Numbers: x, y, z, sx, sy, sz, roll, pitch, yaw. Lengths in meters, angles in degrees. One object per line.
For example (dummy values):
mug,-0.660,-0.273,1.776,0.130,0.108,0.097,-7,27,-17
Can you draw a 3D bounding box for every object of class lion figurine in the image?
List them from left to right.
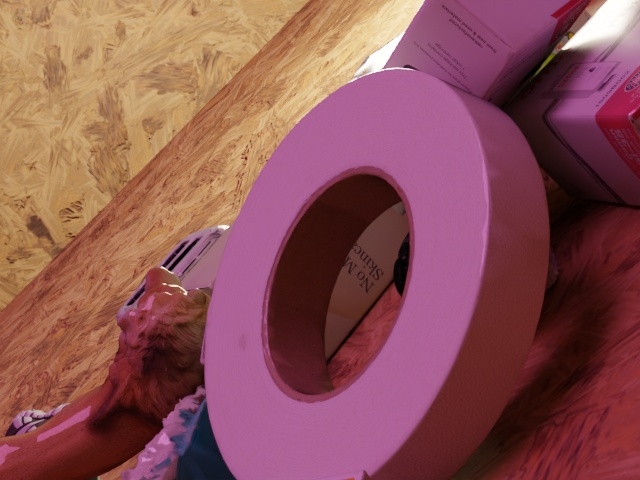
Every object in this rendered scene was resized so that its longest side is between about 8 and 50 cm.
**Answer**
lion figurine,-0.243,0.202,1.644,0.392,0.142,0.240,-41,-19,-3

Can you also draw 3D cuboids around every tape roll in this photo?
tape roll,0.035,0.045,1.357,0.392,0.072,0.392,-32,48,45

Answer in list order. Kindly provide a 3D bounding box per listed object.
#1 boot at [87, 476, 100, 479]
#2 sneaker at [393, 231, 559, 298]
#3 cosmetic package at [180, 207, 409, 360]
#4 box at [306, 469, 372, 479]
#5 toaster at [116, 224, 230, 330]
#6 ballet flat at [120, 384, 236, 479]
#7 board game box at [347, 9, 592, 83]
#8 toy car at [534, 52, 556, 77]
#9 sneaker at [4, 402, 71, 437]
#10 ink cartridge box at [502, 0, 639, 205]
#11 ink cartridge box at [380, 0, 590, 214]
boot,-0.358,0.355,1.859,0.176,0.088,0.244,-35,20,35
sneaker,0.132,0.021,1.486,0.146,0.102,0.293,-43,9,18
cosmetic package,0.000,0.000,1.755,0.309,0.160,0.113,-51,17,-25
box,-0.046,0.252,1.135,0.203,0.103,0.114,-14,33,22
toaster,-0.137,0.088,1.893,0.227,0.146,0.129,-49,15,-22
ballet flat,-0.142,0.277,1.430,0.147,0.147,0.409,-36,9,25
board game box,0.172,-0.201,1.889,0.275,0.144,0.142,-31,17,38
toy car,0.171,-0.120,1.696,0.155,0.149,0.188,25,94,33
sneaker,-0.383,0.281,2.140,0.234,0.078,0.106,-21,24,52
ink cartridge box,0.307,-0.138,1.405,0.207,0.117,0.283,-46,15,-8
ink cartridge box,0.133,-0.159,1.503,0.172,0.100,0.237,-39,-12,-43
